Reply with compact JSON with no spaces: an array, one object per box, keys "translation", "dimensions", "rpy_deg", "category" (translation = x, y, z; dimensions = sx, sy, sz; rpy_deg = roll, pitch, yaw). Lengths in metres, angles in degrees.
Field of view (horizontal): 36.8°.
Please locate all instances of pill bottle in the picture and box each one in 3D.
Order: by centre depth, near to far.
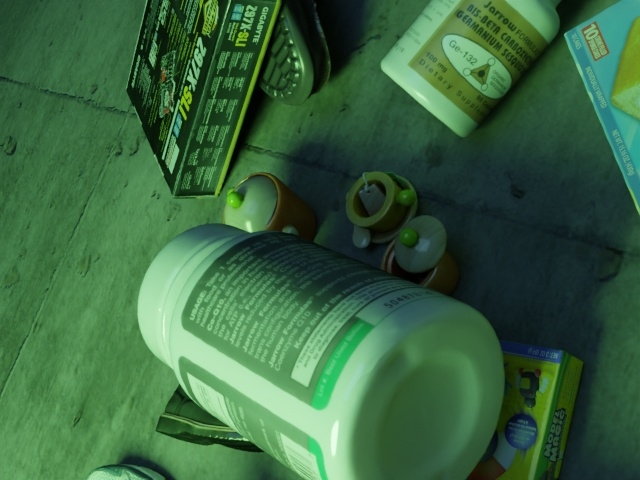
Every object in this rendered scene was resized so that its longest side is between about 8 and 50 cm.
[{"translation":[-0.018,0.105,0.938],"dimensions":[0.361,0.204,0.204],"rpy_deg":[22,86,47],"category":"pill bottle"},{"translation":[0.185,-0.239,1.055],"dimensions":[0.229,0.131,0.131],"rpy_deg":[-50,47,11],"category":"pill bottle"}]

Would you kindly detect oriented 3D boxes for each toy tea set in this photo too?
[{"translation":[0.000,0.000,1.107],"dimensions":[0.336,0.124,0.200],"rpy_deg":[-13,63,36],"category":"toy tea set"}]

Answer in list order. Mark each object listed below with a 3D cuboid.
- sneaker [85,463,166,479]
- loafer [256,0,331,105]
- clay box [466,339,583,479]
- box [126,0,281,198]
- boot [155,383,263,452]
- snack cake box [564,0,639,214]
[{"translation":[-0.221,0.355,1.135],"dimensions":[0.283,0.122,0.110],"rpy_deg":[38,97,44],"category":"sneaker"},{"translation":[-0.045,-0.343,1.291],"dimensions":[0.134,0.130,0.366],"rpy_deg":[-52,49,51],"category":"loafer"},{"translation":[0.163,0.208,0.925],"dimensions":[0.127,0.053,0.222],"rpy_deg":[5,74,41],"category":"clay box"},{"translation":[-0.170,-0.259,1.307],"dimensions":[0.257,0.079,0.322],"rpy_deg":[59,140,38],"category":"box"},{"translation":[-0.114,0.178,1.164],"dimensions":[0.197,0.077,0.137],"rpy_deg":[-1,65,39],"category":"boot"},{"translation":[0.349,-0.117,0.891],"dimensions":[0.152,0.089,0.264],"rpy_deg":[-30,54,27],"category":"snack cake box"}]
